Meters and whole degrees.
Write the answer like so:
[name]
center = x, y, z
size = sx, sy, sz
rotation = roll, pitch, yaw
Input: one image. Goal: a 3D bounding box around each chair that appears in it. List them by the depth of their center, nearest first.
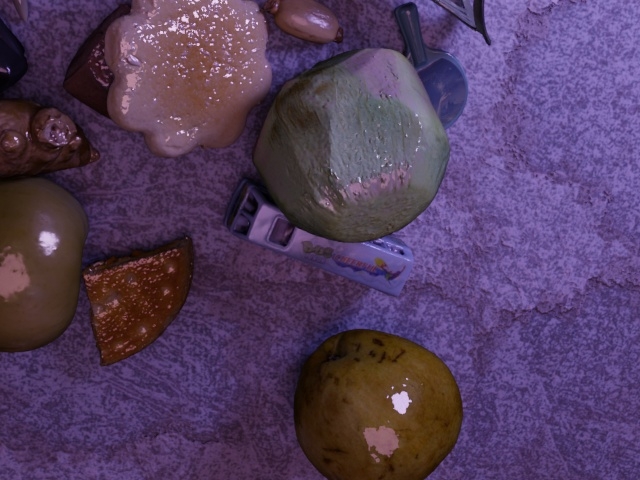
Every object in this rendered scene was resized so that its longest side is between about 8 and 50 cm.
[chair]
center = 0.167, -0.438, 1.442
size = 0.274, 0.203, 0.191
rotation = 14, 118, -6

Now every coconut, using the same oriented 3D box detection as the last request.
[coconut]
center = 0.044, -0.162, 1.470
size = 0.328, 0.328, 0.281
rotation = -47, 145, 8

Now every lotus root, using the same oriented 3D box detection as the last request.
[lotus root]
center = -0.027, -0.365, 1.492
size = 0.150, 0.062, 0.073
rotation = 17, 66, -22

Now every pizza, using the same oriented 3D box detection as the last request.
[pizza]
center = -0.337, 0.092, 1.602
size = 0.197, 0.058, 0.292
rotation = 27, 103, -29

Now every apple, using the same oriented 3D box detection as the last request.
[apple]
center = -0.513, 0.043, 1.461
size = 0.257, 0.233, 0.295
rotation = 11, 106, -20

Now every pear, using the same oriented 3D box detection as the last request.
[pear]
center = 0.093, 0.306, 1.651
size = 0.303, 0.304, 0.304
rotation = -3, 110, -9

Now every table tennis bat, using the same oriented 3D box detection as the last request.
[table tennis bat]
center = 0.176, -0.294, 1.577
size = 0.149, 0.038, 0.237
rotation = -19, 115, -3

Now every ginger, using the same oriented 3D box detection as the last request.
[ginger]
center = -0.453, -0.161, 1.424
size = 0.270, 0.218, 0.123
rotation = -14, 98, -49

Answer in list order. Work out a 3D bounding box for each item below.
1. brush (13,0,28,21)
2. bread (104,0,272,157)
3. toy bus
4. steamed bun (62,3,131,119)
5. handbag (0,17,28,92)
[brush]
center = -0.484, -0.483, 1.388
size = 0.039, 0.042, 0.299
rotation = -6, 115, 7
[bread]
center = -0.198, -0.278, 1.440
size = 0.316, 0.054, 0.316
rotation = -14, 114, -34
[toy bus]
center = 0.000, 0.000, 1.593
size = 0.329, 0.136, 0.109
rotation = 21, 102, -18
[steamed bun]
center = -0.310, -0.275, 1.453
size = 0.144, 0.106, 0.175
rotation = 35, 96, -23
[handbag]
center = -0.654, -0.311, 1.365
size = 0.288, 0.152, 0.342
rotation = -32, 112, 15
